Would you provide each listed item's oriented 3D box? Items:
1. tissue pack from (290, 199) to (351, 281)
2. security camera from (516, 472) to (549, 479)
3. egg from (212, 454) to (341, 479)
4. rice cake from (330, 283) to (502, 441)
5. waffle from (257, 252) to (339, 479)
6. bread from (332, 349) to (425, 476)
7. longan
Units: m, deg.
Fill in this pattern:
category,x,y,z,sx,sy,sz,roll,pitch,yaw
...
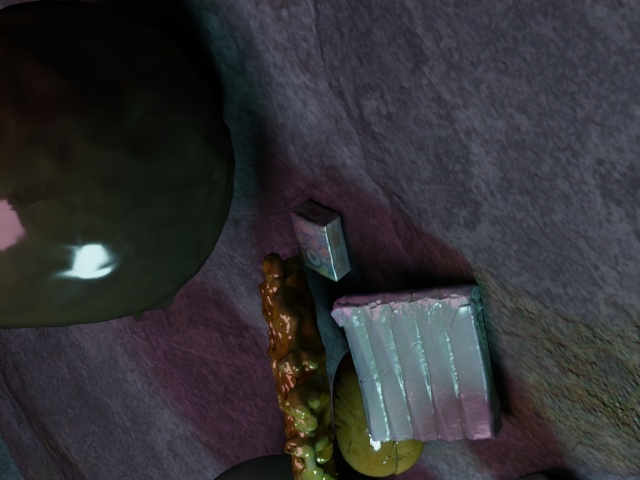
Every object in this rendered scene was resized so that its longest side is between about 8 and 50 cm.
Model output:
category,x,y,z,sx,sy,sz,roll,pitch,yaw
tissue pack,0.000,0.000,1.954,0.063,0.035,0.083,26,142,43
security camera,0.244,0.404,1.874,0.236,0.194,0.194,52,152,-2
egg,-0.065,0.447,2.291,0.276,0.276,0.389,45,151,16
rice cake,0.111,0.138,1.863,0.189,0.037,0.198,-6,118,30
waffle,-0.025,0.166,1.992,0.302,0.068,0.325,-101,6,-45
bread,0.071,0.210,1.993,0.077,0.114,0.189,-110,7,-57
longan,-0.303,-0.073,1.962,0.404,0.404,0.436,50,145,7
